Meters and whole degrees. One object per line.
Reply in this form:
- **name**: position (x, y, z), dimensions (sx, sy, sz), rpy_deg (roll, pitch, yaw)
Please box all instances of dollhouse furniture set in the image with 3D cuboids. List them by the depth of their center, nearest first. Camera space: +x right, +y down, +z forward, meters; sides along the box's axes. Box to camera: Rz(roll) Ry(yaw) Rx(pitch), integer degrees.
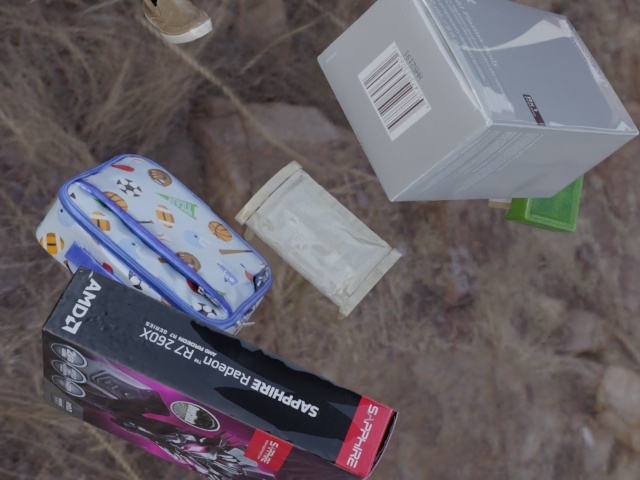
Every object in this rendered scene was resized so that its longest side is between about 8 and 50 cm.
- **dollhouse furniture set**: position (0.184, -0.117, 1.448), dimensions (0.301, 0.197, 0.151), rpy_deg (12, 89, -33)

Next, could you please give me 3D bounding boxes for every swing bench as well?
- **swing bench**: position (0.000, 0.000, 1.912), dimensions (0.253, 0.254, 0.165), rpy_deg (42, 85, 3)

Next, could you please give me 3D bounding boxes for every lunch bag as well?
- **lunch bag**: position (-0.212, 0.026, 1.423), dimensions (0.303, 0.115, 0.243), rpy_deg (40, 25, 4)

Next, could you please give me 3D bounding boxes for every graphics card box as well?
- **graphics card box**: position (-0.123, 0.183, 1.184), dimensions (0.371, 0.233, 0.094), rpy_deg (26, 60, 0)

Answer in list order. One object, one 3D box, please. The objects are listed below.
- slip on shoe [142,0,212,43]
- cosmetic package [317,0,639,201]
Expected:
- **slip on shoe**: position (-0.162, -0.253, 1.175), dimensions (0.051, 0.135, 0.041), rpy_deg (-29, 125, -12)
- **cosmetic package**: position (0.123, -0.104, 0.791), dimensions (0.238, 0.107, 0.127), rpy_deg (-8, 65, -49)
